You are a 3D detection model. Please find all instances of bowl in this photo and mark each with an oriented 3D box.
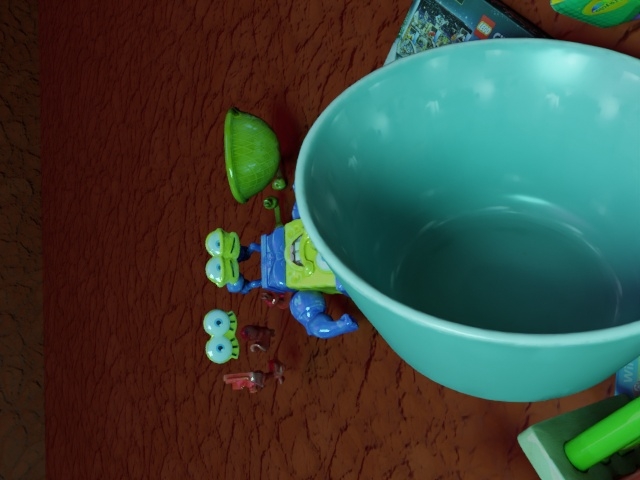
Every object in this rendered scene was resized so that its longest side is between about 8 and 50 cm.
[{"bbox_3d":[0.146,-0.002,0.563,0.311,0.311,0.163,55,163,42],"label":"bowl"}]

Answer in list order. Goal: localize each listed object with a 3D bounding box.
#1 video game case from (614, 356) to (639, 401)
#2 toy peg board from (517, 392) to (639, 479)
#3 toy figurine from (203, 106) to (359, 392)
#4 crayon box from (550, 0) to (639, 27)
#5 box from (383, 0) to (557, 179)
[{"bbox_3d":[0.296,0.104,0.541,0.166,0.015,0.119,4,91,55],"label":"video game case"},{"bbox_3d":[0.239,0.166,0.480,0.079,0.161,0.160,-48,58,32],"label":"toy peg board"},{"bbox_3d":[0.000,0.000,0.915,0.217,0.191,0.362,-9,70,24],"label":"toy figurine"},{"bbox_3d":[0.266,-0.325,0.559,0.165,0.081,0.278,-3,85,55],"label":"crayon box"},{"bbox_3d":[0.152,-0.157,0.742,0.233,0.044,0.159,56,131,41],"label":"box"}]
